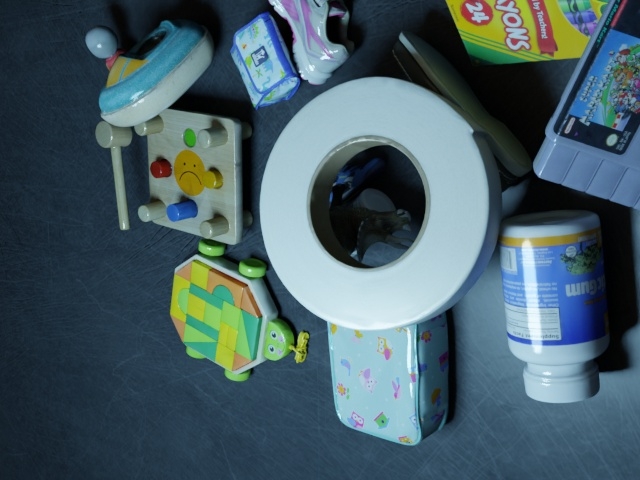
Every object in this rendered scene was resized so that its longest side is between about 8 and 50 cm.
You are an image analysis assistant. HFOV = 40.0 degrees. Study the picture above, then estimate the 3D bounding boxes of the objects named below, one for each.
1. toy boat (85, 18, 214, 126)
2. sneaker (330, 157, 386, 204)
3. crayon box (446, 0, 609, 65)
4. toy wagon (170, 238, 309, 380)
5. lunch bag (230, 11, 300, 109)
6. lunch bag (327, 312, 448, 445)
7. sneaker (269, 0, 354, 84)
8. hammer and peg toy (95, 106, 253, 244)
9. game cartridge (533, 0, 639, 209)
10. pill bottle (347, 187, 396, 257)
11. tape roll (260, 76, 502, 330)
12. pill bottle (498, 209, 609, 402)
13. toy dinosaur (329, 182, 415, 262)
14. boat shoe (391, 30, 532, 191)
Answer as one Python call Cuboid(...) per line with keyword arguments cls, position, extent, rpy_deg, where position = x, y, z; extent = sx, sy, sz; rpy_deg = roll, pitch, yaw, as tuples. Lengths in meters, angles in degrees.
Cuboid(cls="toy boat", position=(-0.369, -0.355, 1.757), extent=(0.318, 0.267, 0.148), rpy_deg=(25, 159, 53))
Cuboid(cls="sneaker", position=(0.057, -0.114, 1.579), extent=(0.144, 0.053, 0.059), rpy_deg=(-36, 76, 38))
Cuboid(cls="crayon box", position=(0.329, -0.353, 1.214), extent=(0.318, 0.081, 0.202), rpy_deg=(3, 140, 39))
Cuboid(cls="toy wagon", position=(-0.175, 0.160, 1.827), extent=(0.344, 0.068, 0.267), rpy_deg=(24, 116, 33))
Cuboid(cls="lunch bag", position=(-0.095, -0.325, 1.590), extent=(0.128, 0.096, 0.151), rpy_deg=(66, 158, 3))
Cuboid(cls="lunch bag", position=(0.116, 0.210, 1.578), extent=(0.224, 0.108, 0.279), rpy_deg=(6, 104, 43))
Cuboid(cls="sneaker", position=(-0.008, -0.407, 1.533), extent=(0.111, 0.103, 0.252), rpy_deg=(-18, 98, 39))
Cuboid(cls="hammer and peg toy", position=(-0.297, -0.141, 1.812), extent=(0.361, 0.127, 0.266), rpy_deg=(13, 111, 36))
Cuboid(cls="game cartridge", position=(0.451, -0.209, 1.151), extent=(0.230, 0.068, 0.355), rpy_deg=(14, 119, -11))
Cuboid(cls="pill bottle", position=(0.067, -0.024, 1.576), extent=(0.137, 0.078, 0.078), rpy_deg=(-46, 72, 36))
Cuboid(cls="tape roll", position=(0.086, -0.055, 1.354), extent=(0.392, 0.072, 0.392), rpy_deg=(0, 89, 29))
Cuboid(cls="pill bottle", position=(0.355, 0.098, 1.327), extent=(0.152, 0.152, 0.272), rpy_deg=(-1, 101, 39))
Cuboid(cls="toy dinosaur", position=(0.000, 0.000, 1.508), extent=(0.313, 0.121, 0.160), rpy_deg=(-30, 70, 35))
Cuboid(cls="boat shoe", position=(0.206, -0.202, 1.399), extent=(0.091, 0.109, 0.305), rpy_deg=(-45, 77, 32))
